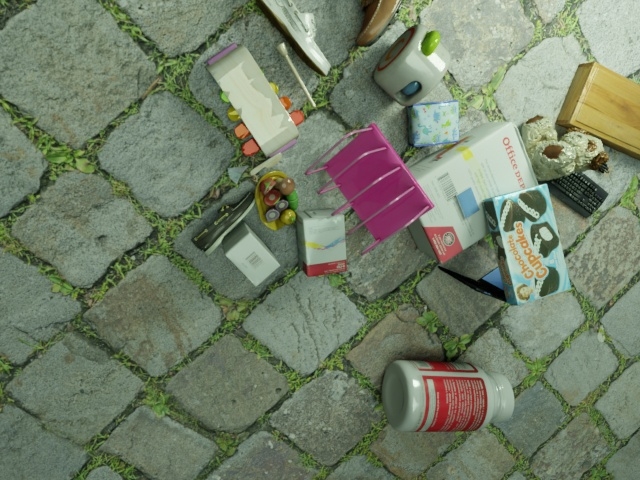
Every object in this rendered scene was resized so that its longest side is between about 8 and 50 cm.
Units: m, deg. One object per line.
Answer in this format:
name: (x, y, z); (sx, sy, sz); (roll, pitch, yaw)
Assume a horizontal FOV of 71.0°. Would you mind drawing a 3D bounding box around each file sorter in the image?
file sorter: (0.125, -0.135, 1.227); (0.202, 0.182, 0.290); (-37, 88, 33)

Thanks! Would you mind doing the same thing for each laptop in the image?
laptop: (0.569, 0.105, 1.461); (0.264, 0.234, 0.136); (21, 97, -18)

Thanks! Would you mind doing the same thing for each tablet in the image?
tablet: (0.434, -0.111, 1.320); (0.054, 0.006, 0.083); (-31, 111, -5)

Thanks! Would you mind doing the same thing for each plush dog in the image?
plush dog: (0.773, -0.268, 1.418); (0.225, 0.262, 0.210); (-7, 131, 8)

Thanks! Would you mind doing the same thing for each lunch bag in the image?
lunch bag: (0.343, -0.354, 1.356); (0.151, 0.096, 0.129); (-6, 106, 1)

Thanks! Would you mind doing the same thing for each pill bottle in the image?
pill bottle: (0.438, 0.534, 1.542); (0.408, 0.229, 0.229); (6, 102, -15)

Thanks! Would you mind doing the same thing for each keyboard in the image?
keyboard: (0.896, -0.229, 1.565); (0.317, 0.033, 0.201); (28, 96, -20)

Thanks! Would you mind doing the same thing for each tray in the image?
tray: (1.017, -0.427, 1.522); (0.411, 0.076, 0.203); (15, 100, -18)

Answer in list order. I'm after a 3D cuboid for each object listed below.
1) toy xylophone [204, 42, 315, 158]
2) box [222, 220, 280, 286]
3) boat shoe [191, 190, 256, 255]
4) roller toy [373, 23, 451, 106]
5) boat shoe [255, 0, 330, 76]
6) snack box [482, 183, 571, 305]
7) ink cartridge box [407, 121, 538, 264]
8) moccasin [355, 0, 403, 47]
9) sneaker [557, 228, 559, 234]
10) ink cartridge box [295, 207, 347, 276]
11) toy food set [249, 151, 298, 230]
toy xylophone: (-0.155, -0.389, 1.231); (0.236, 0.081, 0.322); (-27, 109, -6)
box: (-0.203, 0.034, 1.281); (0.091, 0.170, 0.130); (-42, 110, -2)
boat shoe: (-0.273, -0.061, 1.286); (0.069, 0.081, 0.228); (42, 87, -13)
roller toy: (0.258, -0.482, 1.255); (0.146, 0.209, 0.191); (36, 107, -20)
boat shoe: (-0.052, -0.572, 1.201); (0.096, 0.098, 0.277); (-42, 109, 0)
snack box: (0.610, 0.011, 1.326); (0.187, 0.060, 0.322); (-15, 92, -11)
ink cartridge box: (0.447, -0.155, 1.401); (0.385, 0.160, 0.279); (-31, 110, -4)
moccasin: (0.166, -0.710, 1.199); (0.147, 0.139, 0.380); (18, 99, -17)
sneaker: (0.767, 0.006, 1.571); (0.188, 0.071, 0.066); (-18, 108, -9)
ink cartridge box: (0.000, 0.000, 1.346); (0.127, 0.128, 0.176); (-8, 106, -12)
toy food set: (-0.116, -0.125, 1.281); (0.128, 0.071, 0.218); (-32, 125, -29)
